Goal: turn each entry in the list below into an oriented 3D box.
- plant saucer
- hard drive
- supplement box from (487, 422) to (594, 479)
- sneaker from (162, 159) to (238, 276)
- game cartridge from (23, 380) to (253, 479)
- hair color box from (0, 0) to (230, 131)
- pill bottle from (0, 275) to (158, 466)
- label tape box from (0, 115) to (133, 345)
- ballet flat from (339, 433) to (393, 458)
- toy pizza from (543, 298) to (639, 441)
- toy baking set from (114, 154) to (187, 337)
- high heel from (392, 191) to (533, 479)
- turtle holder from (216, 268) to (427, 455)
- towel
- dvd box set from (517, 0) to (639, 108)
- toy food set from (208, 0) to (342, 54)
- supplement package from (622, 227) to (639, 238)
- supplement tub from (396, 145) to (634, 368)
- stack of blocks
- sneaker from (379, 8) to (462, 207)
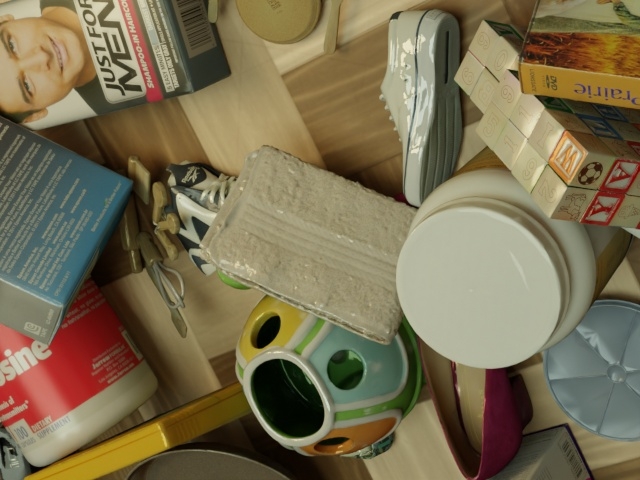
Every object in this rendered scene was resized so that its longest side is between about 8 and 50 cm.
[{"bbox_3d":[-0.142,0.397,2.128,0.311,0.050,0.310,8,133,8],"label":"plant saucer"},{"bbox_3d":[-0.437,0.384,2.254,0.054,0.172,0.254,-7,105,19],"label":"hard drive"},{"bbox_3d":[0.269,0.347,1.864,0.114,0.220,0.111,-21,98,30],"label":"supplement box"},{"bbox_3d":[-0.139,-0.070,1.977,0.153,0.094,0.235,44,132,-5],"label":"sneaker"},{"bbox_3d":[-0.228,0.272,2.017,0.285,0.324,0.052,-25,84,31],"label":"game cartridge"},{"bbox_3d":[-0.332,-0.268,1.985,0.374,0.113,0.185,-10,105,29],"label":"hair color box"},{"bbox_3d":[-0.440,0.112,2.116,0.229,0.229,0.407,-31,94,31],"label":"pill bottle"},{"bbox_3d":[-0.468,-0.043,1.955,0.348,0.249,0.115,25,140,-2],"label":"label tape box"},{"bbox_3d":[0.011,0.287,2.059,0.188,0.070,0.070,-5,106,28],"label":"ballet flat"},{"bbox_3d":[0.389,0.167,1.848,0.201,0.032,0.201,10,113,24],"label":"toy pizza"},{"bbox_3d":[-0.246,0.009,2.040,0.197,0.030,0.256,32,132,56],"label":"toy baking set"},{"bbox_3d":[0.166,0.122,1.851,0.127,0.181,0.377,-27,96,32],"label":"high heel"},{"bbox_3d":[-0.002,0.139,1.911,0.243,0.227,0.320,0,108,27],"label":"turtle holder"},{"bbox_3d":[0.000,0.000,1.830,0.282,0.187,0.049,22,161,12],"label":"towel"},{"bbox_3d":[0.451,-0.263,1.507,0.420,0.307,0.062,11,153,20],"label":"dvd box set"},{"bbox_3d":[-0.053,-0.324,1.879,0.192,0.038,0.132,18,123,13],"label":"toy food set"},{"bbox_3d":[0.505,-0.090,1.627,0.204,0.145,0.262,33,119,11],"label":"supplement package"},{"bbox_3d":[0.235,0.003,1.693,0.228,0.316,0.228,9,112,23],"label":"supplement tub"},{"bbox_3d":[0.270,-0.138,1.623,0.297,0.171,0.087,58,132,44],"label":"stack of blocks"},{"bbox_3d":[0.125,-0.172,1.825,0.091,0.094,0.258,16,110,37],"label":"sneaker"}]
